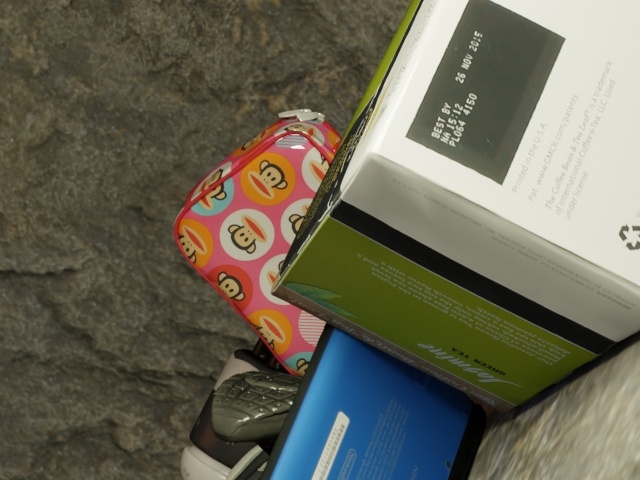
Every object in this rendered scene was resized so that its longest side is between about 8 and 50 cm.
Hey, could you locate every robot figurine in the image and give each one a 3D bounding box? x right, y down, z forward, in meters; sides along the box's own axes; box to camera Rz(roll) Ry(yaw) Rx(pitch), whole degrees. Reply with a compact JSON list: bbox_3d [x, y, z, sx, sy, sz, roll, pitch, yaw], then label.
[{"bbox_3d":[-0.082,0.263,2.402,0.278,0.174,0.209,-63,-13,1],"label":"robot figurine"}]

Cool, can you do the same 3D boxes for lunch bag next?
[{"bbox_3d":[0.000,0.000,2.024,0.258,0.293,0.120,-37,12,16],"label":"lunch bag"}]

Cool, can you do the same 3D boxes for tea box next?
[{"bbox_3d":[0.150,-0.093,1.234,0.329,0.220,0.323,-64,5,-21],"label":"tea box"}]

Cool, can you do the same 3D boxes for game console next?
[{"bbox_3d":[0.008,0.239,1.364,0.173,0.250,0.293,-22,34,42],"label":"game console"}]

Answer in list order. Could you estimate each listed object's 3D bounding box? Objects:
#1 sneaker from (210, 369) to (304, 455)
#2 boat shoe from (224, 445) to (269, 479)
[{"bbox_3d":[-0.017,0.206,1.867,0.286,0.109,0.130,-1,-77,-53],"label":"sneaker"},{"bbox_3d":[-0.106,0.363,2.097,0.091,0.114,0.302,-12,38,53],"label":"boat shoe"}]
